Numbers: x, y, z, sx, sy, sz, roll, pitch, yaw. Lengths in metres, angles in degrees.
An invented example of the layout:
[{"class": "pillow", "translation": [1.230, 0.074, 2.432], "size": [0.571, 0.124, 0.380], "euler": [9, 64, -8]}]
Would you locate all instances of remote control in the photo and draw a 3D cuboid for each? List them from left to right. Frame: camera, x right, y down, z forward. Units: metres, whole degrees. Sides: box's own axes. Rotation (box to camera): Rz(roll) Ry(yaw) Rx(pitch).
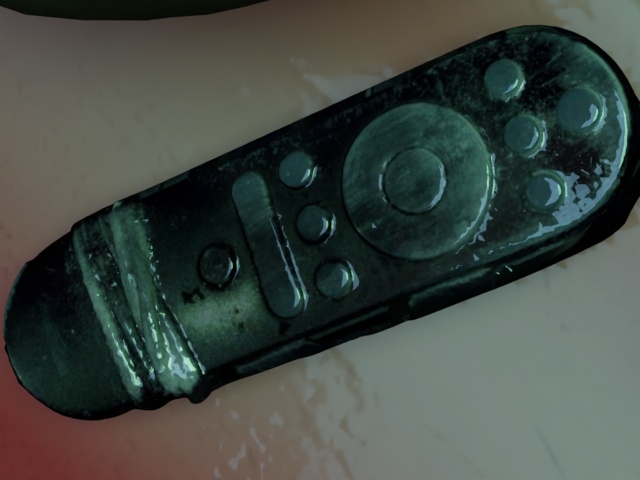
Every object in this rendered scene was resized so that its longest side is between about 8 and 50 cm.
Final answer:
[{"class": "remote control", "translation": [0.000, 0.000, 0.606], "size": [0.266, 0.066, 0.090], "euler": [-22, 73, 19]}]

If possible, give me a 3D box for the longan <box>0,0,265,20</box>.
[{"class": "longan", "translation": [-0.056, -0.239, 0.470], "size": [0.361, 0.361, 0.361], "euler": [1, 92, 15]}]
